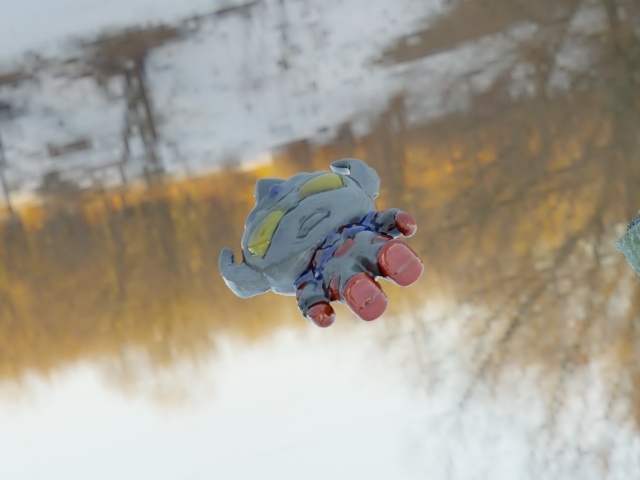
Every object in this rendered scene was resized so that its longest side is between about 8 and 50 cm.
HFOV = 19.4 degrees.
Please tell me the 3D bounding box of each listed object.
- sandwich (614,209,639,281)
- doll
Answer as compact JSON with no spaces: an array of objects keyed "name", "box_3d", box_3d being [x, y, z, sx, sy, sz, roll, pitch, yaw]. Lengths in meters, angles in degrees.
[{"name":"sandwich","box_3d":[0.148,-0.001,0.638,0.093,0.105,0.036,24,-126,27]},{"name":"doll","box_3d":[-0.001,0.000,1.070,0.062,0.104,0.195,29,-177,-25]}]
